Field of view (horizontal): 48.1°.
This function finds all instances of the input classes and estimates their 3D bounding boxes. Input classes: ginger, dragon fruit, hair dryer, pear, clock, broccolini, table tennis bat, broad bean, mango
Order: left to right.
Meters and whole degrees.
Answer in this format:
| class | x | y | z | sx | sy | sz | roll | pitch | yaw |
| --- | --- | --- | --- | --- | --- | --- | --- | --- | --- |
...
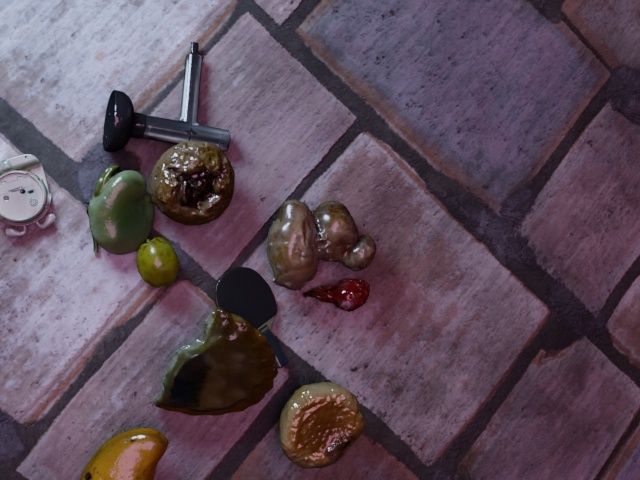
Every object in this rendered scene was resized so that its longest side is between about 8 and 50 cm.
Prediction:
| class | x | y | z | sx | sy | sz | roll | pitch | yaw |
| --- | --- | --- | --- | --- | --- | --- | --- | --- | --- |
| clock | -0.744 | -0.109 | 1.772 | 0.152 | 0.062 | 0.190 | -21 | 97 | -15 |
| broccolini | -0.587 | -0.037 | 1.838 | 0.035 | 0.030 | 0.139 | 1 | 99 | 19 |
| broad bean | -0.507 | -0.077 | 1.819 | 0.169 | 0.100 | 0.227 | -18 | 102 | -30 |
| mango | -0.507 | 0.600 | 1.819 | 0.177 | 0.120 | 0.294 | 32 | 80 | -6 |
| pear | -0.421 | 0.057 | 1.848 | 0.107 | 0.107 | 0.131 | -24 | 92 | -15 |
| hair dryer | -0.409 | -0.363 | 1.872 | 0.321 | 0.156 | 0.283 | -3 | 71 | -29 |
| table tennis bat | -0.172 | 0.210 | 1.935 | 0.173 | 0.022 | 0.301 | -36 | 101 | -34 |
| ginger | 0.000 | 0.000 | 1.940 | 0.304 | 0.155 | 0.244 | -11 | 92 | -15 |
| dragon fruit | 0.049 | 0.158 | 1.996 | 0.191 | 0.094 | 0.094 | -8 | 93 | -7 |

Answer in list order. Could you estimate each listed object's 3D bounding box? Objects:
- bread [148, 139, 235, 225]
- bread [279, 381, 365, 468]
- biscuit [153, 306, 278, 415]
| class | x | y | z | sx | sy | sz | roll | pitch | yaw |
| --- | --- | --- | --- | --- | --- | --- | --- | --- | --- |
| bread | -0.322 | -0.139 | 1.829 | 0.230 | 0.123 | 0.229 | -13 | 123 | -20 |
| bread | -0.001 | 0.498 | 1.957 | 0.245 | 0.134 | 0.244 | -1 | 94 | -17 |
| biscuit | -0.273 | 0.323 | 1.846 | 0.330 | 0.078 | 0.334 | -7 | 117 | -12 |
